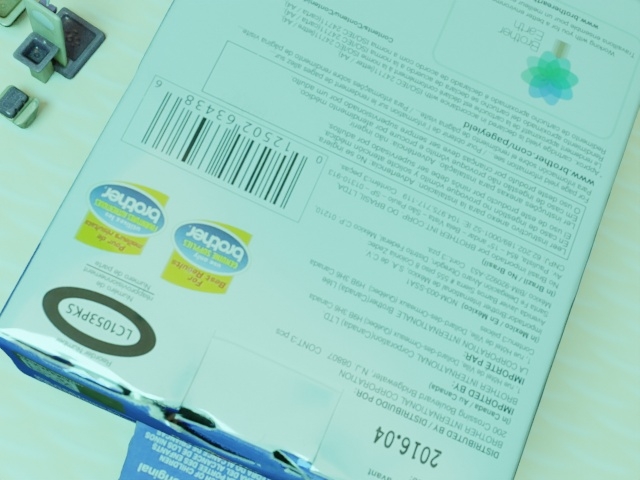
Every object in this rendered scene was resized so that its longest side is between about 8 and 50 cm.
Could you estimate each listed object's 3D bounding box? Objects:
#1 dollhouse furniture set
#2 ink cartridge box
[{"bbox_3d":[-0.209,-0.145,0.577,0.114,0.081,0.091,34,72,0],"label":"dollhouse furniture set"},{"bbox_3d":[0.000,0.000,0.539,0.270,0.151,0.395,25,71,-2],"label":"ink cartridge box"}]
